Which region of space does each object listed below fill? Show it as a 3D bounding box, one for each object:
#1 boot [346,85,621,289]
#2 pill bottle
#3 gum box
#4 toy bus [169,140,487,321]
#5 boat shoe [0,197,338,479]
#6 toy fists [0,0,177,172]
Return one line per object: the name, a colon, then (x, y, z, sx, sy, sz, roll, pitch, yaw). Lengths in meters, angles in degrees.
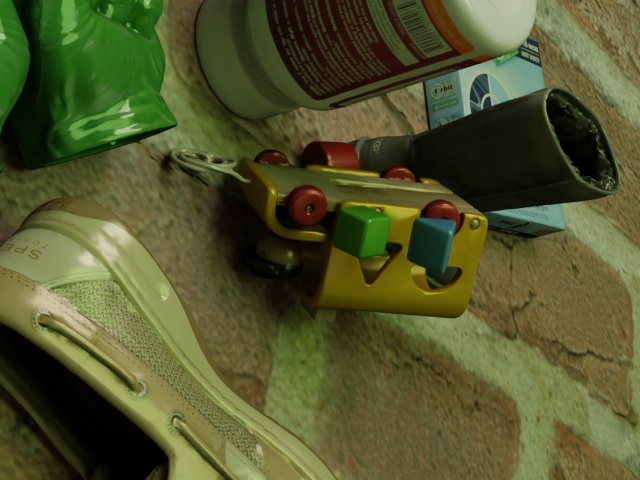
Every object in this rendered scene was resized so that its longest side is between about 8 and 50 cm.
boot: (0.138, -0.035, 1.187, 0.189, 0.208, 0.076, 43, 47, -37)
pill bottle: (0.027, -0.159, 1.068, 0.121, 0.221, 0.121, 23, 60, -48)
gum box: (0.154, -0.102, 1.380, 0.157, 0.041, 0.184, 10, 69, -52)
toy bus: (0.013, 0.003, 1.087, 0.191, 0.202, 0.104, -20, 125, -62)
boat shoe: (-0.089, 0.140, 0.904, 0.341, 0.121, 0.110, 53, 44, -13)
toy fists: (-0.184, -0.110, 0.870, 0.279, 0.096, 0.142, -22, 95, -53)
